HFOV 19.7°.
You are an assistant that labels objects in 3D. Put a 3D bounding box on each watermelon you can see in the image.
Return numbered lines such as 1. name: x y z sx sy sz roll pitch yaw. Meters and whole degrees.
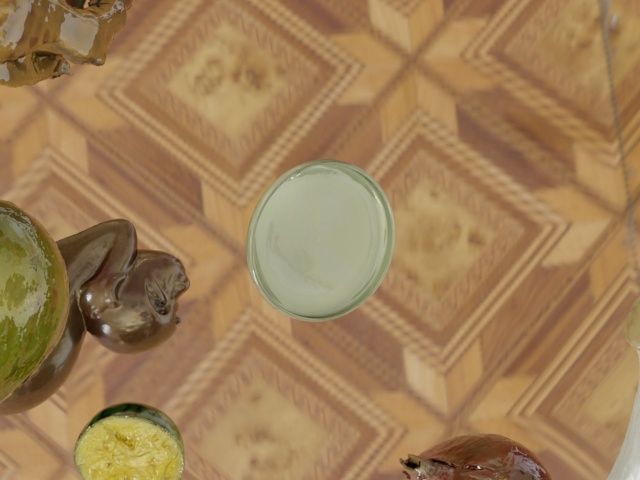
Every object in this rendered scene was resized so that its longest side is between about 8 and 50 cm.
1. watermelon: -0.175 0.190 1.720 0.105 0.105 0.062 4 34 3

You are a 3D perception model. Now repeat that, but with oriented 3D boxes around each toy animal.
1. toy animal: -0.171 -0.126 0.694 0.054 0.275 0.149 -29 72 31

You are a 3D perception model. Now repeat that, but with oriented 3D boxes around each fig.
1. fig: -0.222 0.093 1.183 0.149 0.149 0.245 -8 89 0

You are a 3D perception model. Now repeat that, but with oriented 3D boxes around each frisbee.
1. frisbee: 0.000 0.000 1.218 0.110 0.014 0.110 -5 102 -27

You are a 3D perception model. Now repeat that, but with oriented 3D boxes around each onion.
1. onion: 0.141 0.210 1.531 0.098 0.206 0.151 -38 113 0

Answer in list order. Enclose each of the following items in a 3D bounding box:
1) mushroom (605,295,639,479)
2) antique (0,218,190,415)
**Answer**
1. mushroom: 0.264 0.190 1.391 0.122 0.159 0.328 20 118 34
2. antique: -0.250 0.075 1.767 0.257 0.121 0.143 -19 72 -13
